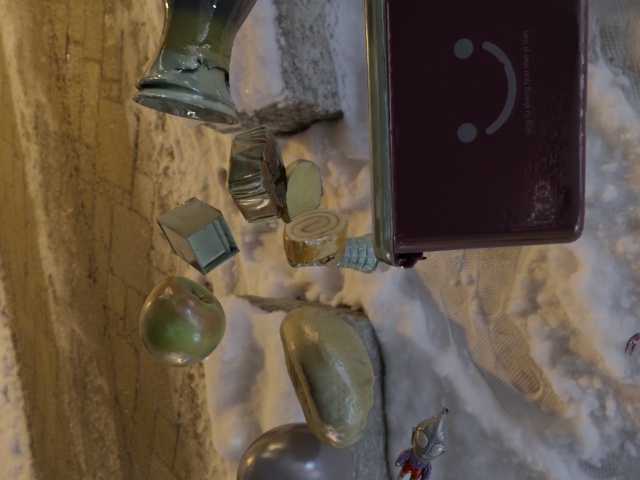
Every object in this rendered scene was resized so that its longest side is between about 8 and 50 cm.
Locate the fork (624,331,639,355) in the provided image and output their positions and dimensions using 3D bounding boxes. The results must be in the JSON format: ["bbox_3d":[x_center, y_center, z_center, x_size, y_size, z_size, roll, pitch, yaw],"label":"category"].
[{"bbox_3d":[0.536,0.142,0.745,0.016,0.012,0.115,18,113,-11],"label":"fork"}]

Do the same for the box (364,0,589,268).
[{"bbox_3d":[0.136,-0.124,0.422,0.167,0.193,0.294,-1,97,13],"label":"box"}]

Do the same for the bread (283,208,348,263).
[{"bbox_3d":[-0.014,-0.009,0.977,0.122,0.149,0.073,43,144,45],"label":"bread"}]

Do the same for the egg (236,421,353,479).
[{"bbox_3d":[-0.040,0.382,0.758,0.146,0.198,0.146,178,90,-74],"label":"egg"}]

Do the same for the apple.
[{"bbox_3d":[-0.515,0.306,1.684,0.319,0.319,0.277,43,98,25],"label":"apple"}]

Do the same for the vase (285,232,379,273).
[{"bbox_3d":[0.042,0.037,1.483,0.143,0.298,0.143,-7,81,57],"label":"vase"}]

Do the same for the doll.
[{"bbox_3d":[0.277,0.536,1.195,0.102,0.075,0.227,33,89,8],"label":"doll"}]

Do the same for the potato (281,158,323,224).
[{"bbox_3d":[-0.070,-0.139,1.330,0.081,0.164,0.200,13,95,39],"label":"potato"}]

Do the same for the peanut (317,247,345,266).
[{"bbox_3d":[0.000,0.000,1.255,0.109,0.140,0.159,-37,81,-5],"label":"peanut"}]

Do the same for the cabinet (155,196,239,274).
[{"bbox_3d":[-0.377,-0.020,1.415,0.206,0.150,0.145,24,142,45],"label":"cabinet"}]

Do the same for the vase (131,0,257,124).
[{"bbox_3d":[-0.124,-0.301,0.505,0.173,0.173,0.321,14,94,35],"label":"vase"}]

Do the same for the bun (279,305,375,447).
[{"bbox_3d":[0.019,0.200,0.709,0.222,0.127,0.222,161,90,-74],"label":"bun"}]

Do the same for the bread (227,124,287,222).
[{"bbox_3d":[-0.146,-0.158,1.124,0.109,0.210,0.192,-3,61,7],"label":"bread"}]
